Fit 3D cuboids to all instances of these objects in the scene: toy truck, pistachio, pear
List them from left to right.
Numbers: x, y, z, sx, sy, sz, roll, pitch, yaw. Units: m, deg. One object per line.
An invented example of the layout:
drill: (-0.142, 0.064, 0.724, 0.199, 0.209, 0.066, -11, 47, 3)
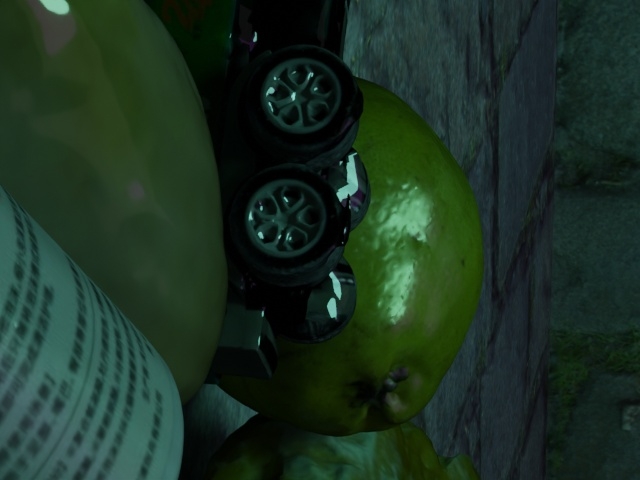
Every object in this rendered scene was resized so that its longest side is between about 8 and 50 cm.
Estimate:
pistachio: (-0.136, -0.020, 0.722, 0.197, 0.166, 0.288, -54, 140, -25)
toy truck: (-0.053, -0.088, 0.956, 0.176, 0.178, 0.364, 80, 20, -74)
pear: (0.000, 0.000, 1.134, 0.212, 0.212, 0.269, 76, -4, -52)

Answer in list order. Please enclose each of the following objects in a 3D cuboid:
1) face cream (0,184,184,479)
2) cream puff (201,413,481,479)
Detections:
face cream: (-0.192, -0.018, 0.498, 0.370, 0.145, 0.145, 51, 43, -41)
cream puff: (0.002, 0.307, 1.223, 0.378, 0.275, 0.378, 47, 28, -34)
